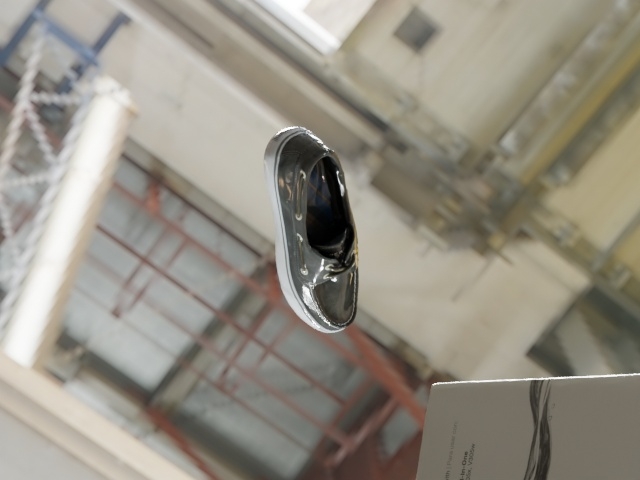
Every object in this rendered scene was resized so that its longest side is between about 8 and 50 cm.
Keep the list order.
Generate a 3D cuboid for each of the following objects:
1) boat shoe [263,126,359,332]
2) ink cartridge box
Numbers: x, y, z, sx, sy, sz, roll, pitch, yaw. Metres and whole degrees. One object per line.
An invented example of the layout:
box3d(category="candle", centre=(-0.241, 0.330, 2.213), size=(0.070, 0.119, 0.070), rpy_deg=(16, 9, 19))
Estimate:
box3d(category="boat shoe", centre=(0.000, 0.000, 1.091), size=(0.049, 0.142, 0.040), rpy_deg=(-31, -144, -24))
box3d(category="ink cartridge box", centre=(0.244, 0.183, 1.410), size=(0.289, 0.211, 0.121), rpy_deg=(-7, -113, 45))
